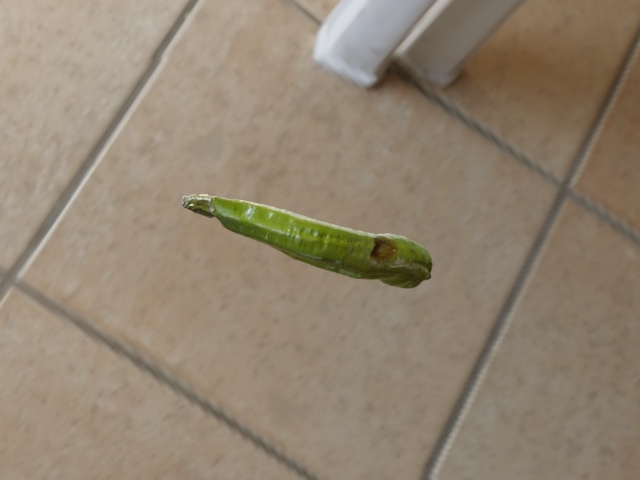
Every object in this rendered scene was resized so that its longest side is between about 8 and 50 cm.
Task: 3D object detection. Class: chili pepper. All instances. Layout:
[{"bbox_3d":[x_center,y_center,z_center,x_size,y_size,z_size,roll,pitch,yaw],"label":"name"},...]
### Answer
[{"bbox_3d":[0.000,0.000,1.272,0.208,0.043,0.049,17,38,-20],"label":"chili pepper"}]
